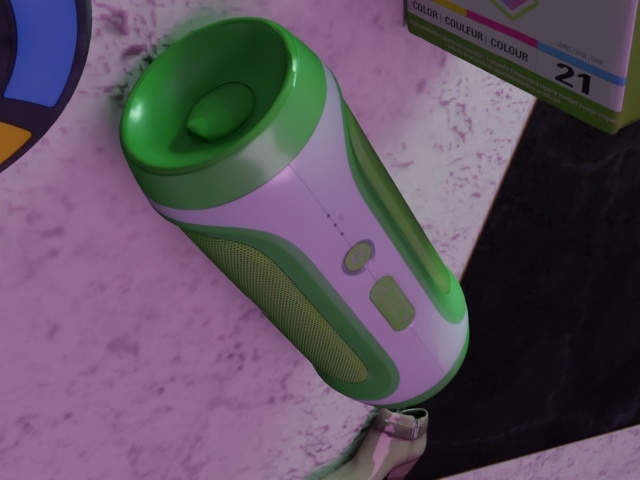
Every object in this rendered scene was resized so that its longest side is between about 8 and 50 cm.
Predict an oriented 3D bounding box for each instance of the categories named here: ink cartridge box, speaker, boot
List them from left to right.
[{"bbox_3d":[0.000,0.000,0.582,0.131,0.131,0.296,-45,138,-6],"label":"speaker"},{"bbox_3d":[0.049,0.192,0.837,0.118,0.042,0.087,3,110,-44],"label":"boot"},{"bbox_3d":[0.137,-0.218,0.502,0.097,0.189,0.255,-26,132,-24],"label":"ink cartridge box"}]

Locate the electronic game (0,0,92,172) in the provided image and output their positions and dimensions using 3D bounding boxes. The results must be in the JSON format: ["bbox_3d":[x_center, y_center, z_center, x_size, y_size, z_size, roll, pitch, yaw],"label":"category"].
[{"bbox_3d":[-0.204,-0.078,0.356,0.229,0.048,0.229,-19,150,-12],"label":"electronic game"}]
